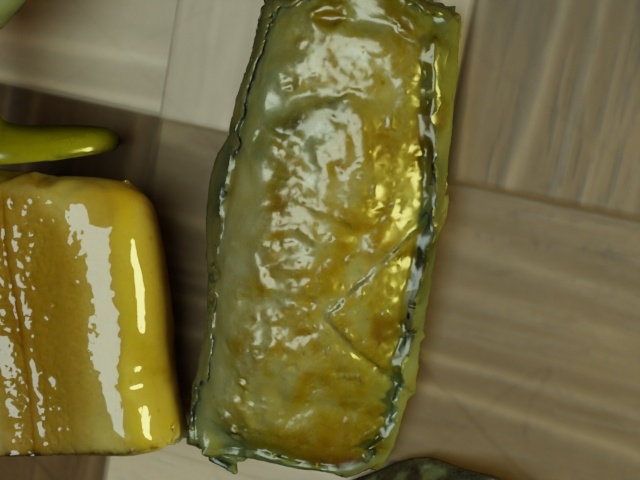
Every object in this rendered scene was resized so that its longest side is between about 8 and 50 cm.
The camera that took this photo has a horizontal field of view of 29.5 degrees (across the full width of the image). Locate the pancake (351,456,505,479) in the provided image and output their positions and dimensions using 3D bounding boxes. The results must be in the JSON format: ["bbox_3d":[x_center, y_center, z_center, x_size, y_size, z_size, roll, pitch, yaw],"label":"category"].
[{"bbox_3d":[0.048,0.228,0.649,0.235,0.029,0.212,-24,65,20],"label":"pancake"}]

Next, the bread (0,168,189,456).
[{"bbox_3d":[-0.143,0.043,0.689,0.134,0.085,0.173,-2,97,16],"label":"bread"}]

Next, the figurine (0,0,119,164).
[{"bbox_3d":[-0.143,-0.215,0.604,0.283,0.204,0.338,-11,90,17],"label":"figurine"}]

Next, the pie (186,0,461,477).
[{"bbox_3d":[0.000,0.000,0.647,0.128,0.068,0.282,9,103,0],"label":"pie"}]
